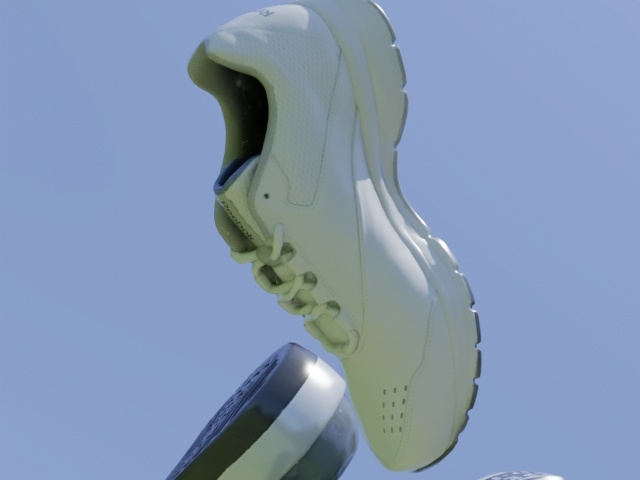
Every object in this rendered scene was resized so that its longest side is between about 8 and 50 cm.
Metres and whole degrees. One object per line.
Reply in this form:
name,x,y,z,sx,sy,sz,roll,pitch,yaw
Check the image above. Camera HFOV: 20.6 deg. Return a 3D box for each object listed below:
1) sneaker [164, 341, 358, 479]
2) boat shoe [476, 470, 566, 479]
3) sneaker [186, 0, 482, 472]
sneaker,-0.016,0.181,0.649,0.178,0.124,0.295,35,-49,4
boat shoe,0.085,0.186,0.454,0.084,0.095,0.258,12,-54,55
sneaker,0.000,0.000,1.038,0.111,0.129,0.297,-22,-94,52
